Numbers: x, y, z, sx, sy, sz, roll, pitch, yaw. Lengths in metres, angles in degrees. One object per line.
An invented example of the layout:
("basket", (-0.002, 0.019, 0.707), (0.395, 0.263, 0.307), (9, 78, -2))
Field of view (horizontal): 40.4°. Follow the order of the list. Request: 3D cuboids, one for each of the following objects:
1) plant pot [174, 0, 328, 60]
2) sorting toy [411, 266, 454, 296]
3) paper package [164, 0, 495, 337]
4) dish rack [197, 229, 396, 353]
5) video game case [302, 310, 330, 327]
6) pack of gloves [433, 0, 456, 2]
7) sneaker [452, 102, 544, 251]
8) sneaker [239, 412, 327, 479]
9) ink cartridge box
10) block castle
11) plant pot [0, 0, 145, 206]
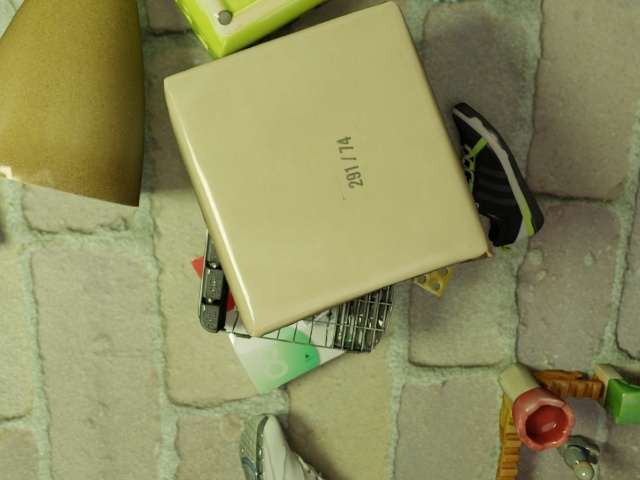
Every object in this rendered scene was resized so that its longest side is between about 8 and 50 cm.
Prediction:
("plant pot", (-0.088, -0.355, 1.048), (0.228, 0.207, 0.227), (-29, 108, 2))
("sorting toy", (0.114, -0.049, 1.212), (0.132, 0.046, 0.274), (-38, 95, -5))
("paper package", (0.004, -0.080, 1.067), (0.309, 0.168, 0.325), (-20, 88, -4))
("dish rack", (-0.031, 0.047, 1.197), (0.271, 0.074, 0.208), (8, 100, 0))
("video game case", (0.000, 0.000, 1.244), (0.190, 0.022, 0.173), (-40, 94, 1))
("pack of gloves", (0.206, -0.436, 1.140), (0.195, 0.046, 0.232), (-14, 109, -1))
("sneaker", (0.234, -0.081, 1.238), (0.097, 0.084, 0.235), (-32, 109, 5))
("sneaker", (-0.042, 0.390, 1.364), (0.129, 0.111, 0.297), (-21, 114, -16))
("ink cartridge box", (-0.060, 0.091, 1.278), (0.181, 0.056, 0.225), (-27, 110, 2))
("block castle", (0.493, 0.359, 1.343), (0.453, 0.213, 0.303), (2, 108, -7))
("plant pot", (-0.317, -0.191, 1.084), (0.237, 0.237, 0.254), (13, 90, -10))
